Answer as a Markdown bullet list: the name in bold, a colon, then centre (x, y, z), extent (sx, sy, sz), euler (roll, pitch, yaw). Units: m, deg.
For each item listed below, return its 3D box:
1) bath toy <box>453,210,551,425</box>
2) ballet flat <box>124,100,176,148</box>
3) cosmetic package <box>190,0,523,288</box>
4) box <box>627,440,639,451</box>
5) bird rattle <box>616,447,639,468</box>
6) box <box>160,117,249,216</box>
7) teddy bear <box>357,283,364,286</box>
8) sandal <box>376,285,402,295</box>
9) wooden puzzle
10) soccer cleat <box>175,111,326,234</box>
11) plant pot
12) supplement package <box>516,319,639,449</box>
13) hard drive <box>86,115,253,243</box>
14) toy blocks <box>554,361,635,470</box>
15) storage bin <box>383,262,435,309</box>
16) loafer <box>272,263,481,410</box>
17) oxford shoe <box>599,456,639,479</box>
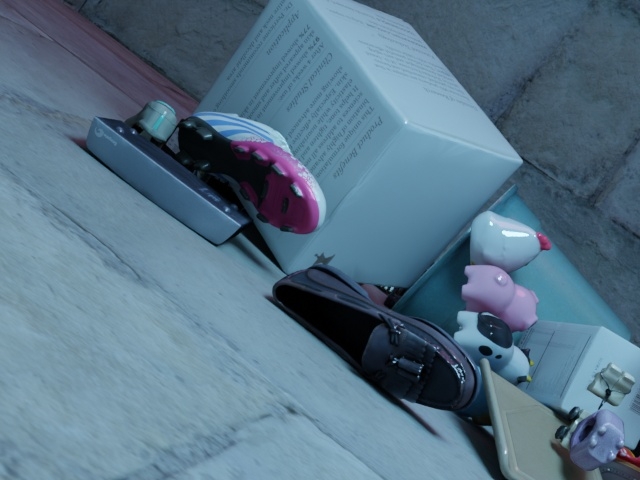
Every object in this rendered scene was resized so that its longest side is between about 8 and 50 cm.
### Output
- **bath toy**: centre (0.281, 0.110, 1.692), extent (0.129, 0.348, 0.151), euler (3, -36, 14)
- **ballet flat**: centre (-0.285, -0.165, 1.762), extent (0.072, 0.068, 0.213), euler (32, -19, -12)
- **cosmetic package**: centre (0.051, -0.174, 1.879), extent (0.327, 0.329, 0.394), euler (10, 39, -47)
- **box**: centre (0.571, 0.313, 2.304), extent (0.293, 0.212, 0.395), euler (39, 5, 22)
- **bird rattle**: centre (0.518, 0.408, 1.887), extent (0.253, 0.143, 0.207), euler (16, 5, -35)
- **box**: centre (-0.191, -0.131, 2.043), extent (0.147, 0.077, 0.180), euler (31, 8, -44)
- **teddy bear**: centre (0.000, 0.000, 2.097), extent (0.245, 0.113, 0.338), euler (29, 14, -4)
- **sandal**: centre (0.106, 0.048, 2.467), extent (0.219, 0.090, 0.060), euler (31, -18, 18)
- **wooden puzzle**: centre (0.300, 0.290, 1.474), extent (0.238, 0.044, 0.221), euler (38, 23, -19)
- **soccer cleat**: centre (-0.081, -0.120, 1.676), extent (0.143, 0.116, 0.331), euler (-18, 39, -40)
- **plant pot**: centre (0.344, 0.137, 1.961), extent (0.334, 0.341, 0.341), euler (45, 6, 6)
- **supplement package**: centre (0.394, 0.212, 1.682), extent (0.134, 0.139, 0.244), euler (30, -7, -11)
- **hard drive**: centre (-0.219, -0.085, 1.598), extent (0.254, 0.054, 0.172), euler (37, 5, 0)
- **toy blocks**: centre (0.519, 0.238, 1.369), extent (0.309, 0.289, 0.260), euler (35, -5, -1)
- **storage bin**: centre (0.208, 0.105, 2.285), extent (0.084, 0.122, 0.180), euler (37, 5, 11)
- **loafer**: centre (0.060, 0.128, 1.396), extent (0.302, 0.109, 0.095), euler (33, 22, 33)
- **oxford shoe**: centre (0.442, 0.384, 1.531), extent (0.271, 0.097, 0.098), euler (39, 14, 37)
